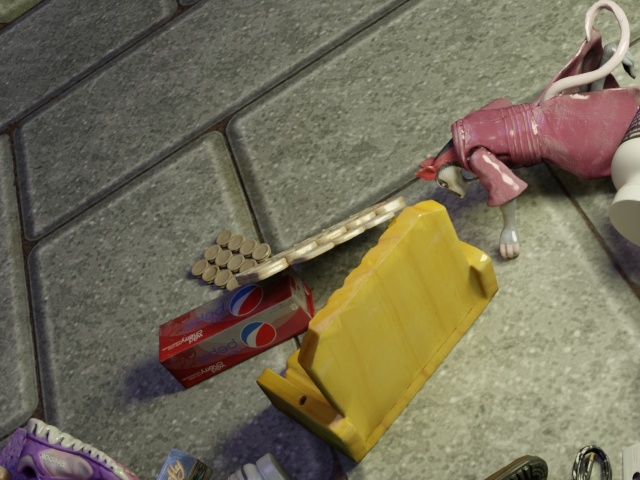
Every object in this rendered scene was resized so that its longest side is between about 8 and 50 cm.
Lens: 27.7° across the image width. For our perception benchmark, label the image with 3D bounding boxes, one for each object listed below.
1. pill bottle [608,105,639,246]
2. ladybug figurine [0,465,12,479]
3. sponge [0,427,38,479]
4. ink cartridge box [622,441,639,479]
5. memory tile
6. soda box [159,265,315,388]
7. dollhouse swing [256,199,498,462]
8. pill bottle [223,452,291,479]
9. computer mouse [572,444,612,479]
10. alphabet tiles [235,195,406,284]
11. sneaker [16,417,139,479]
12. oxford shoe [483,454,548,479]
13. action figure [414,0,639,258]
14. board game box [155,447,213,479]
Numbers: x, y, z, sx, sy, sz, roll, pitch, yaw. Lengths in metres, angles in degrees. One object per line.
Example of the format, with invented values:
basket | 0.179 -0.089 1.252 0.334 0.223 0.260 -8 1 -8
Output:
pill bottle | 0.533 -0.143 1.853 0.181 0.181 0.323 9 58 43
ladybug figurine | -0.658 0.551 2.105 0.305 0.162 0.449 9 60 44
sponge | -0.485 0.398 2.236 0.210 0.031 0.117 9 59 42
ink cartridge box | 0.459 0.300 1.602 0.179 0.045 0.145 -31 36 39
memory tile | -0.163 0.038 2.354 0.148 0.012 0.113 21 66 47
soda box | -0.141 0.144 2.175 0.263 0.083 0.092 -27 39 15
dollhouse swing | 0.043 0.088 1.912 0.347 0.305 0.315 -50 40 -12
pill bottle | -0.112 0.380 1.923 0.137 0.078 0.078 -36 38 2
computer mouse | 0.318 0.364 1.643 0.071 0.041 0.242 8 50 32
alphabet tiles | 0.000 0.000 2.115 0.284 0.021 0.278 -27 4 -19
sneaker | -0.402 0.380 2.119 0.236 0.095 0.104 19 70 27
oxford shoe | 0.196 0.347 1.714 0.227 0.083 0.096 -36 34 1
action figure | 0.319 -0.159 1.985 0.370 0.276 0.248 -15 48 7
board game box | -0.238 0.426 1.880 0.042 0.165 0.243 24 77 10
